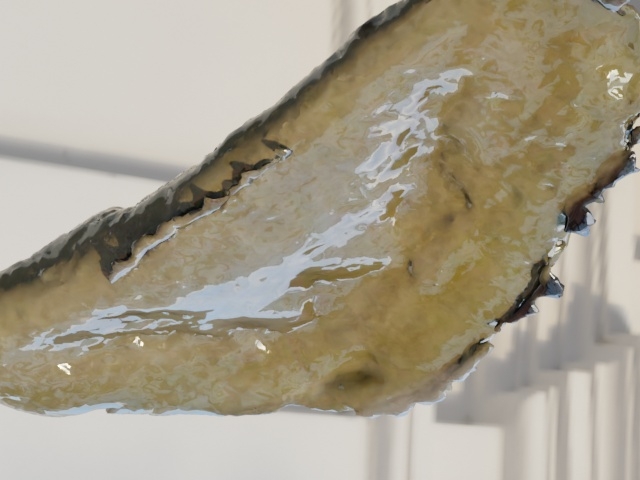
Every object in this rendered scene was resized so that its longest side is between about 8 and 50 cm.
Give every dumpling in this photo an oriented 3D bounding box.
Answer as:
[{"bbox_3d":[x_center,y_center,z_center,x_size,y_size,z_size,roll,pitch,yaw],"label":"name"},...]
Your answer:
[{"bbox_3d":[-0.002,-0.004,0.559,0.332,0.166,0.086,-26,-137,29],"label":"dumpling"}]
